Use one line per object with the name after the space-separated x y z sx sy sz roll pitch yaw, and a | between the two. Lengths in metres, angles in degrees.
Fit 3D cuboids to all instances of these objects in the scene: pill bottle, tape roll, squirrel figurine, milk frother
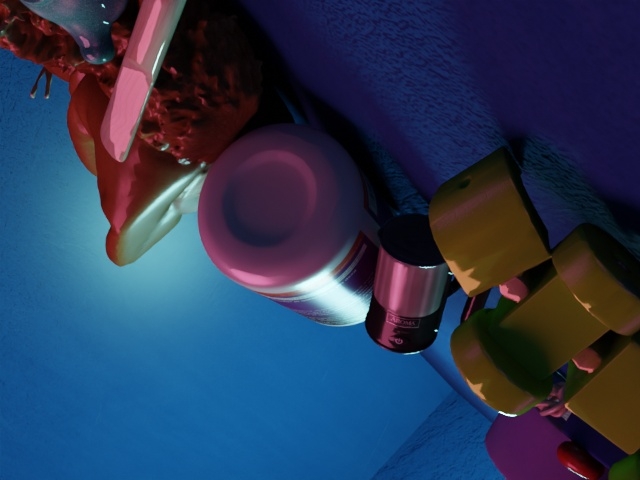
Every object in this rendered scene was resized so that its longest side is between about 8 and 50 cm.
0.000 0.000 0.904 0.181 0.181 0.323 42 -179 25 | pill bottle
0.276 0.225 0.801 0.189 0.080 0.189 24 -165 -7 | tape roll
-0.229 -0.223 0.880 0.370 0.281 0.397 54 164 11 | squirrel figurine
0.115 0.028 0.842 0.143 0.129 0.135 -98 11 -48 | milk frother

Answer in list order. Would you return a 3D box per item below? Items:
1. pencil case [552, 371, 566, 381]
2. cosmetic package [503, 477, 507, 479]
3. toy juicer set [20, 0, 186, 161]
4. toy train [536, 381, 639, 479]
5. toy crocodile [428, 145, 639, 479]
0.324 0.228 0.978 0.151 0.064 0.070 43 160 21 | pencil case
0.470 0.523 1.453 0.224 0.224 0.138 39 175 47 | cosmetic package
-0.188 -0.248 0.599 0.209 0.089 0.329 -26 103 42 | toy juicer set
0.289 0.179 0.678 0.143 0.105 0.248 30 -178 -15 | toy train
0.195 0.086 0.460 0.340 0.115 0.105 43 -150 2 | toy crocodile
